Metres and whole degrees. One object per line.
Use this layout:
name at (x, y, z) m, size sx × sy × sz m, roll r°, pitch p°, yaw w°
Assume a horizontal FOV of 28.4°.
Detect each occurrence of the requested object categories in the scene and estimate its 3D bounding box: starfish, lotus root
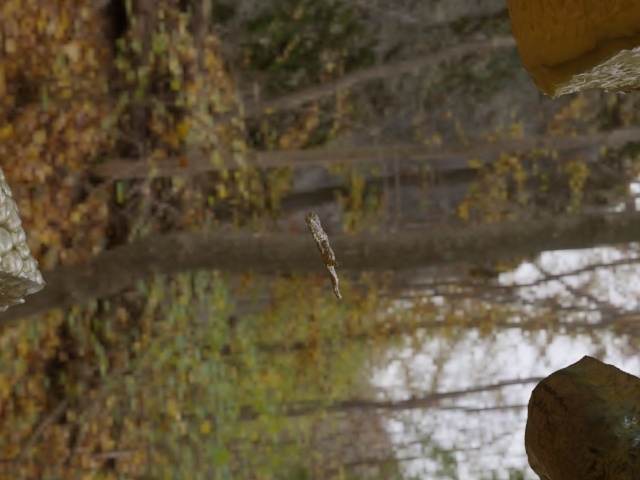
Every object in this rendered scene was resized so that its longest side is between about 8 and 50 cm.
starfish at (0.000, 0.000, 1.035) m, size 0.092 × 0.016 × 0.086 m, roll 64°, pitch 1°, yaw -57°
lotus root at (0.374, 0.310, 1.559) m, size 0.267 × 0.149 × 0.260 m, roll 66°, pitch -9°, yaw -12°

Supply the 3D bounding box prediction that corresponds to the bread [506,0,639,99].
bread at (0.228, -0.277, 0.794) m, size 0.324 × 0.143 × 0.333 m, roll -9°, pitch -90°, yaw 64°

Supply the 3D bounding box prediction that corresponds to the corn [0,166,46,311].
corn at (-0.196, -0.052, 0.569) m, size 0.087 × 0.087 × 0.210 m, roll -143°, pitch -148°, yaw -76°
